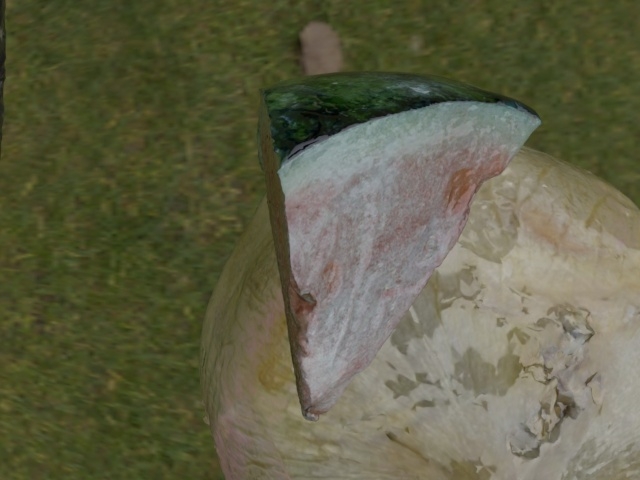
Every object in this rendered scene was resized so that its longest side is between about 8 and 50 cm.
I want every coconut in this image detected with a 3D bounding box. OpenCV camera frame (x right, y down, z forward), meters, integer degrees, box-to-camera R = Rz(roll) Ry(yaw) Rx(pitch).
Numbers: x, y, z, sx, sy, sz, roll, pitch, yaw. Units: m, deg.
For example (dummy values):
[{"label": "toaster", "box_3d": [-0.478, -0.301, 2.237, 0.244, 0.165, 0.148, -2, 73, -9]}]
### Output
[{"label": "coconut", "box_3d": [0.109, 0.110, 1.270, 0.405, 0.404, 0.404, 0, 91, -30]}]

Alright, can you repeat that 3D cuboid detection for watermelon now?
[{"label": "watermelon", "box_3d": [-0.008, -0.022, 0.909, 0.136, 0.207, 0.202, 36, 72, -24]}]

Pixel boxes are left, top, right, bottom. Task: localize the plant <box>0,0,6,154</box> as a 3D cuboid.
[{"label": "plant", "box_3d": [-0.270, -0.040, 1.019, 0.149, 0.146, 0.274, -6, 109, -42]}]
